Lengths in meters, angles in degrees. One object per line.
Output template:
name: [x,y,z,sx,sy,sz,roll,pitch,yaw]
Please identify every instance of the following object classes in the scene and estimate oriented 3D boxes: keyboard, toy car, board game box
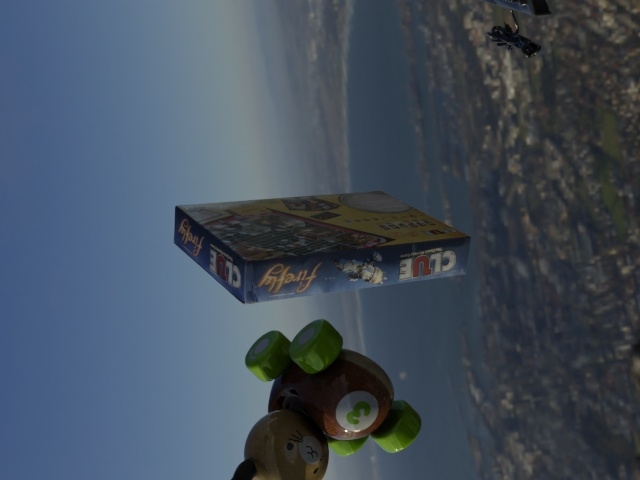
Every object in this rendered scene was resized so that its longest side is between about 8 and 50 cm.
keyboard: [0.245,-0.339,1.338,0.317,0.033,0.201,-109,-6,-71]
toy car: [-0.018,0.202,0.960,0.155,0.149,0.188,47,-127,-20]
board game box: [0.000,0.000,0.956,0.165,0.243,0.042,33,123,55]
